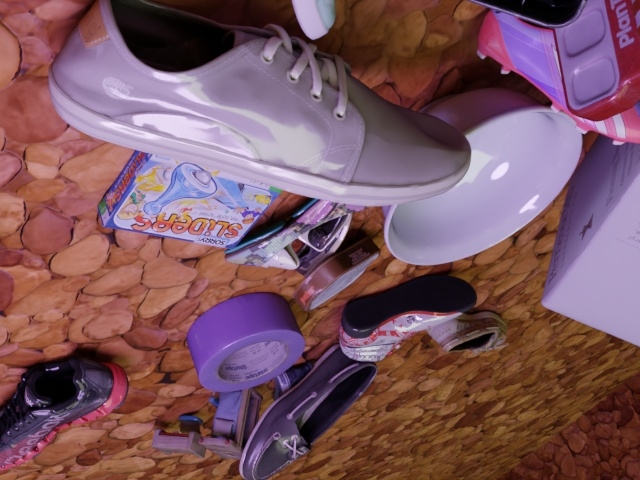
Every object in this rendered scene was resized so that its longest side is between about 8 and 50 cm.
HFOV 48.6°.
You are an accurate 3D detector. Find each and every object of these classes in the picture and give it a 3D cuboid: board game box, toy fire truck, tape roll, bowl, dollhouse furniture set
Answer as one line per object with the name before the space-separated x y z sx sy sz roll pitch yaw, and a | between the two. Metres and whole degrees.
board game box | -0.159 -0.057 0.902 0.201 0.035 0.136 11 132 -43
toy fire truck | 0.320 -0.297 0.687 0.169 0.302 0.254 2 165 -35
tape roll | -0.127 0.176 1.212 0.189 0.080 0.189 -18 146 -12
bowl | 0.198 -0.108 0.988 0.298 0.134 0.298 -18 146 -12
dollhouse furniture set | -0.226 0.341 1.370 0.183 0.129 0.129 -1 150 16

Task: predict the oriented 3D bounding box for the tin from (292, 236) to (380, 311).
tin | 0.028 0.053 1.116 0.106 0.040 0.189 -46 169 36

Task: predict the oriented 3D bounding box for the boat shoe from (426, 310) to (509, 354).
boat shoe | 0.335 0.216 1.579 0.285 0.089 0.104 11 132 -44

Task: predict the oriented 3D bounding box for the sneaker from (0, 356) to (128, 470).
sneaker | -0.443 0.262 1.097 0.276 0.097 0.135 -30 148 2

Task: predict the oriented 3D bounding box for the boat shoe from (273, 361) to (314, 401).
boat shoe | -0.049 0.321 1.482 0.083 0.065 0.183 -17 146 -17

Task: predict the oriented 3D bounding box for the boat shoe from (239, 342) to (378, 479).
boat shoe | -0.019 0.334 1.365 0.335 0.095 0.112 -46 133 -25

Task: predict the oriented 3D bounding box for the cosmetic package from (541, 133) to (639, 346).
cosmetic package | 0.571 -0.063 1.019 0.327 0.329 0.394 23 140 7

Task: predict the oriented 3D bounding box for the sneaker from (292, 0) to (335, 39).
sneaker | 0.033 -0.287 0.598 0.151 0.094 0.256 -13 145 -4

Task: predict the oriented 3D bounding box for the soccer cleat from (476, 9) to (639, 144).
soccer cleat | 0.300 -0.206 0.840 0.083 0.248 0.095 -41 163 -42

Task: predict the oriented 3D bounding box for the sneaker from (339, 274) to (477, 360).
sneaker | 0.162 0.154 1.376 0.270 0.090 0.145 -13 146 -13

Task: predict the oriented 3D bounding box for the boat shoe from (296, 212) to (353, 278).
boat shoe | 0.000 0.000 1.077 0.049 0.056 0.152 25 123 -12

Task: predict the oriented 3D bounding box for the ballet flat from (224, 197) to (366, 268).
ballet flat | -0.031 -0.009 1.010 0.221 0.079 0.077 -33 -170 6

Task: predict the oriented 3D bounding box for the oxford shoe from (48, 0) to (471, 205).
oxford shoe | -0.032 -0.140 0.711 0.449 0.169 0.130 11 127 -20

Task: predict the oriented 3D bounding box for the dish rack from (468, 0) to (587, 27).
dish rack | 0.173 -0.340 0.605 0.208 0.074 0.271 21 141 7
